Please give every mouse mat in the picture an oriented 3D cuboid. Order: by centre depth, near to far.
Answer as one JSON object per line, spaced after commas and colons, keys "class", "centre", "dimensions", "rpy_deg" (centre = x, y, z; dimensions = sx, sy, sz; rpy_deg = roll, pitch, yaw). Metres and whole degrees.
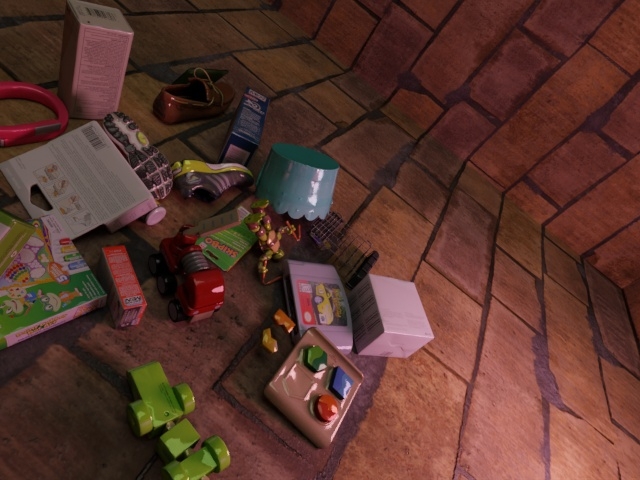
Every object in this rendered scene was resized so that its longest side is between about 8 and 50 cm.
{"class": "mouse mat", "centre": [-0.479, -0.650, 1.646], "dimensions": [0.190, 0.153, 0.007], "rpy_deg": [-20, 95, -48]}

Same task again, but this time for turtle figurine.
{"class": "turtle figurine", "centre": [-0.155, -0.017, 1.267], "dimensions": [0.269, 0.087, 0.217], "rpy_deg": [-60, 141, -39]}

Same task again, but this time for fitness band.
{"class": "fitness band", "centre": [-0.849, -0.351, 1.128], "dimensions": [0.209, 0.054, 0.291], "rpy_deg": [42, 37, 9]}

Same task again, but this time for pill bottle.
{"class": "pill bottle", "centre": [-0.493, -0.103, 1.148], "dimensions": [0.116, 0.065, 0.065], "rpy_deg": [44, 39, 8]}

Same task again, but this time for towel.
{"class": "towel", "centre": [0.000, 0.000, 1.479], "dimensions": [0.060, 0.009, 0.083], "rpy_deg": [-12, 60, -44]}

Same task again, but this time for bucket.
{"class": "bucket", "centre": [-0.075, -0.209, 1.424], "dimensions": [0.281, 0.183, 0.281], "rpy_deg": [16, 24, -8]}

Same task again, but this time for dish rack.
{"class": "dish rack", "centre": [0.078, 0.023, 1.460], "dimensions": [0.271, 0.074, 0.208], "rpy_deg": [44, 37, 2]}

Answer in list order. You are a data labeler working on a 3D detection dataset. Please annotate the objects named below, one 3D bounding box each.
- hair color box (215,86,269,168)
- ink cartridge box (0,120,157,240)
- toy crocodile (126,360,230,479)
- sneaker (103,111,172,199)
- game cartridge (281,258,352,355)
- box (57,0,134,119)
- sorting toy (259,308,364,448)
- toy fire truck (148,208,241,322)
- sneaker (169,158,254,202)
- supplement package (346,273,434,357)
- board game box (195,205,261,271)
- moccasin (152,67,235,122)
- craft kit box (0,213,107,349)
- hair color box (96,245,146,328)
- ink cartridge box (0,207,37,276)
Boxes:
{"class": "hair color box", "centre": [-0.282, -0.401, 1.523], "dimensions": [0.105, 0.174, 0.347], "rpy_deg": [23, 41, -20]}
{"class": "ink cartridge box", "centre": [-0.624, -0.141, 1.071], "dimensions": [0.261, 0.066, 0.296], "rpy_deg": [-35, 76, -21]}
{"class": "toy crocodile", "centre": [-0.285, 0.389, 0.807], "dimensions": [0.115, 0.105, 0.340], "rpy_deg": [-18, 60, -46]}
{"class": "sneaker", "centre": [-0.538, -0.243, 1.222], "dimensions": [0.107, 0.118, 0.278], "rpy_deg": [-34, 97, -31]}
{"class": "game cartridge", "centre": [-0.005, 0.195, 1.223], "dimensions": [0.196, 0.060, 0.294], "rpy_deg": [12, 52, -36]}
{"class": "box", "centre": [-0.672, -0.518, 1.219], "dimensions": [0.148, 0.311, 0.121], "rpy_deg": [-12, 61, -45]}
{"class": "sorting toy", "centre": [-0.037, 0.328, 1.040], "dimensions": [0.307, 0.041, 0.229], "rpy_deg": [46, 47, -4]}
{"class": "toy fire truck", "centre": [-0.288, 0.049, 1.011], "dimensions": [0.159, 0.246, 0.217], "rpy_deg": [-10, 58, -43]}
{"class": "sneaker", "centre": [-0.340, -0.180, 1.333], "dimensions": [0.300, 0.111, 0.121], "rpy_deg": [-6, 79, -46]}
{"class": "supplement package", "centre": [0.208, 0.240, 1.292], "dimensions": [0.194, 0.149, 0.203], "rpy_deg": [14, 44, -28]}
{"class": "board game box", "centre": [-0.268, -0.007, 1.254], "dimensions": [0.124, 0.039, 0.259], "rpy_deg": [39, 36, -1]}
{"class": "moccasin", "centre": [-0.458, -0.552, 1.554], "dimensions": [0.139, 0.147, 0.380], "rpy_deg": [47, 39, 10]}
{"class": "craft kit box", "centre": [-0.628, 0.080, 0.856], "dimensions": [0.247, 0.061, 0.250], "rpy_deg": [-29, 72, -42]}
{"class": "hair color box", "centre": [-0.458, 0.105, 0.945], "dimensions": [0.053, 0.093, 0.167], "rpy_deg": [-7, 57, -42]}
{"class": "ink cartridge box", "centre": [-0.704, 0.030, 0.755], "dimensions": [0.189, 0.097, 0.255], "rpy_deg": [31, 77, -7]}
